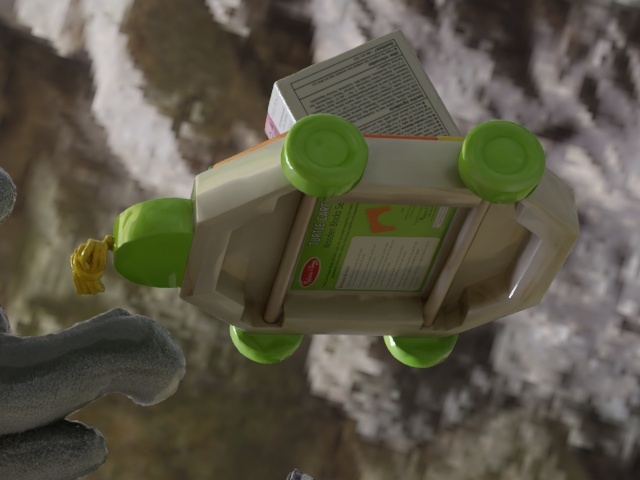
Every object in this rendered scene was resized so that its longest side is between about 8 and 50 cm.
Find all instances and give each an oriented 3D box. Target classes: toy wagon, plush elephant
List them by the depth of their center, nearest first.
[{"bbox_3d":[0.000,0.000,1.361,0.344,0.068,0.267,2,150,-10],"label":"toy wagon"},{"bbox_3d":[-0.297,0.147,1.463,0.272,0.330,0.255,37,140,17],"label":"plush elephant"}]

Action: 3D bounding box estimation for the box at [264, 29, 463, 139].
[{"bbox_3d":[0.063,-0.068,1.969,0.149,0.232,0.127,-24,165,-15],"label":"box"}]

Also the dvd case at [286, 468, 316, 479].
[{"bbox_3d":[0.035,0.357,2.007,0.221,0.164,0.018,32,148,-15],"label":"dvd case"}]
